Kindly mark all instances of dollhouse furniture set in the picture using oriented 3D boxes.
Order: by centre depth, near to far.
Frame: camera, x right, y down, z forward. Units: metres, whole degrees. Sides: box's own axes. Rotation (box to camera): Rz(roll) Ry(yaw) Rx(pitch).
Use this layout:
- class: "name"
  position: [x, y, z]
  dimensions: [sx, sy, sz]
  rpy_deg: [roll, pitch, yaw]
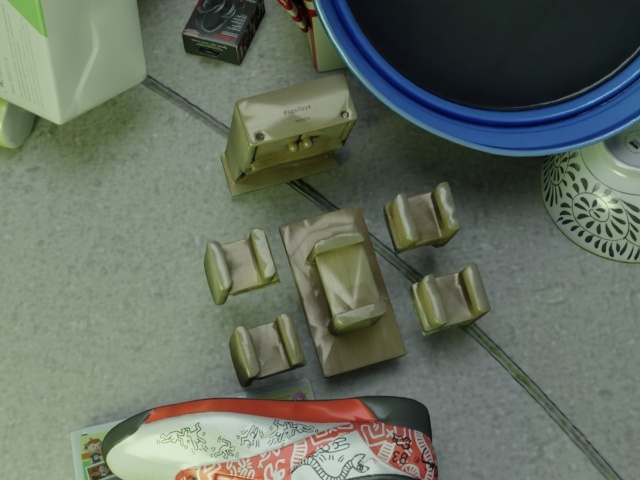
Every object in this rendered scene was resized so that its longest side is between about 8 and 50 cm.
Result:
- class: "dollhouse furniture set"
  position: [0.000, 0.000, 1.219]
  dimensions: [0.212, 0.161, 0.242]
  rpy_deg: [-15, 79, -11]

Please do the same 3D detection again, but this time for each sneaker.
- class: "sneaker"
  position: [-0.041, 0.205, 1.078]
  dimensions: [0.270, 0.090, 0.145]
  rpy_deg: [-4, 56, 0]

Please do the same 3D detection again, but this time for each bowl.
- class: "bowl"
  position: [0.175, -0.270, 1.177]
  dimensions: [0.391, 0.077, 0.391]
  rpy_deg: [-1, 102, -6]
- class: "bowl"
  position: [0.289, -0.071, 1.253]
  dimensions: [0.170, 0.080, 0.170]
  rpy_deg: [-2, 60, 3]

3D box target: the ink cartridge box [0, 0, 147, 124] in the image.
- class: "ink cartridge box"
  position: [-0.339, -0.270, 1.317]
  dimensions: [0.353, 0.207, 0.119]
  rpy_deg: [25, 45, 32]

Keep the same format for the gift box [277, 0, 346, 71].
- class: "gift box"
  position: [0.054, -0.353, 1.336]
  dimensions: [0.258, 0.276, 0.255]
  rpy_deg: [-13, 54, -1]

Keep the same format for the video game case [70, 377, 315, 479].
- class: "video game case"
  position: [-0.092, 0.224, 1.138]
  dimensions: [0.212, 0.023, 0.193]
  rpy_deg: [-13, 59, -2]

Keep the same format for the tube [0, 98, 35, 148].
- class: "tube"
  position: [-0.402, -0.147, 1.373]
  dimensions: [0.240, 0.070, 0.062]
  rpy_deg: [14, 100, 16]

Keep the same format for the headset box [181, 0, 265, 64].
- class: "headset box"
  position: [-0.100, -0.219, 1.402]
  dimensions: [0.062, 0.032, 0.083]
  rpy_deg: [16, 60, 13]
